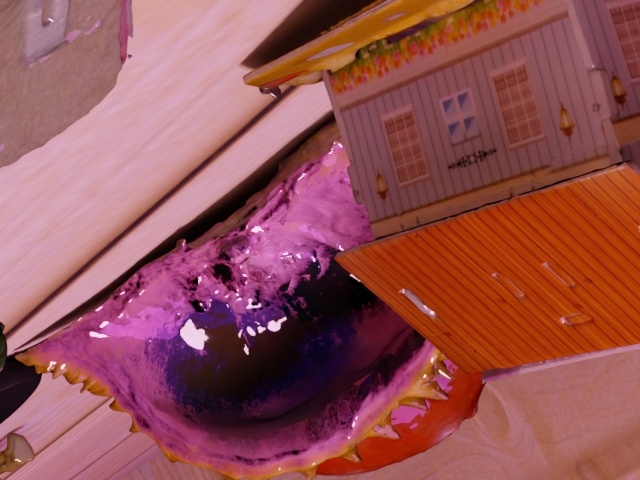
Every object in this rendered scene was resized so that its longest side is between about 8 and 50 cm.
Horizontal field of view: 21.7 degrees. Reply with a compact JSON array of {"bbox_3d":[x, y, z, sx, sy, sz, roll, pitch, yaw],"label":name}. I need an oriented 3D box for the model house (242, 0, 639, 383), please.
[{"bbox_3d":[0.112,-0.033,0.553,0.207,0.136,0.219,-17,180,-37],"label":"model house"}]

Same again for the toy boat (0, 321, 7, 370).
[{"bbox_3d":[-0.195,0.098,0.688,0.210,0.052,0.104,-37,-167,46],"label":"toy boat"}]

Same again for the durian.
[{"bbox_3d":[0.011,0.005,0.854,0.260,0.154,0.186,-28,-156,39],"label":"durian"}]

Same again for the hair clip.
[{"bbox_3d":[-0.051,-0.052,0.344,0.054,0.022,0.137,-33,175,-23],"label":"hair clip"}]

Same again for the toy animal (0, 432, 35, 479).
[{"bbox_3d":[-0.282,0.218,1.213,0.181,0.073,0.136,-34,-176,-36],"label":"toy animal"}]

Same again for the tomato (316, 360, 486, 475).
[{"bbox_3d":[0.037,0.054,1.084,0.309,0.170,0.309,-32,174,-4],"label":"tomato"}]

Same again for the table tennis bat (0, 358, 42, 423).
[{"bbox_3d":[-0.243,0.132,0.864,0.236,0.027,0.150,-34,174,-13],"label":"table tennis bat"}]
